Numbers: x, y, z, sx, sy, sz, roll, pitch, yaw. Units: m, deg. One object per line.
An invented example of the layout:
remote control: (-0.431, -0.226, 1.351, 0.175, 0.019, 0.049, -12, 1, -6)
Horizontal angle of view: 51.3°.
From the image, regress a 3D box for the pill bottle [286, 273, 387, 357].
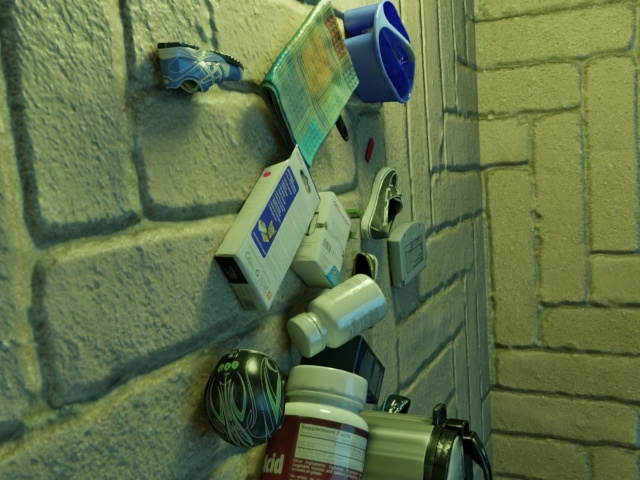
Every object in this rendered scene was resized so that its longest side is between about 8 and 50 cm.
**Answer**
pill bottle: (0.038, 0.187, 1.627, 0.229, 0.131, 0.131, -28, 119, -27)

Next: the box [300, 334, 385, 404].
box: (0.061, 0.333, 1.733, 0.207, 0.153, 0.108, 55, 43, -48)

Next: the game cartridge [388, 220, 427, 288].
game cartridge: (0.312, 0.035, 2.374, 0.297, 0.062, 0.198, -28, 110, -61)

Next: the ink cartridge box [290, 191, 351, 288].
ink cartridge box: (0.000, 0.000, 1.687, 0.148, 0.085, 0.203, 55, 42, -51)

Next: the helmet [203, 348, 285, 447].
helmet: (-0.147, 0.313, 1.293, 0.162, 0.169, 0.169, -88, 159, -43)

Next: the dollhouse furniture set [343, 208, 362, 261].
dollhouse furniture set: (0.075, -0.012, 1.874, 0.076, 0.058, 0.152, 49, 46, -53)

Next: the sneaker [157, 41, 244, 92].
sneaker: (-0.226, -0.317, 1.253, 0.211, 0.080, 0.081, -7, 102, -54)

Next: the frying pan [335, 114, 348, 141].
frying pan: (0.007, -0.420, 1.749, 0.326, 0.053, 0.197, 42, 54, -58)

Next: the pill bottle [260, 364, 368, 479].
pill bottle: (-0.015, 0.495, 1.489, 0.224, 0.224, 0.392, 48, 47, -54)

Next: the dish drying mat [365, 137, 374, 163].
dish drying mat: (0.156, -0.285, 2.107, 0.032, 0.008, 0.083, 59, 38, -47)

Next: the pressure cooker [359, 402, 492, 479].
pressure cooker: (0.263, 0.672, 1.835, 0.370, 0.420, 0.376, 67, 33, -36)

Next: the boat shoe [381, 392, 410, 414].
boat shoe: (0.233, 0.615, 2.152, 0.109, 0.089, 0.258, 55, 42, -49)

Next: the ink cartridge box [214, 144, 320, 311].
ink cartridge box: (-0.106, -0.034, 1.495, 0.371, 0.069, 0.176, -64, 143, -39)

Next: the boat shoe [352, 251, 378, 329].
boat shoe: (0.129, 0.147, 1.966, 0.068, 0.081, 0.228, 24, 60, -59)

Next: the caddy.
caddy: (0.192, -0.556, 1.994, 0.341, 0.179, 0.241, 42, 52, -57)

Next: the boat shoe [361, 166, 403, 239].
boat shoe: (0.216, -0.121, 2.117, 0.108, 0.102, 0.301, 67, 34, -39)

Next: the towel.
towel: (-0.014, -0.384, 1.631, 0.370, 0.040, 0.271, -62, 143, -34)
